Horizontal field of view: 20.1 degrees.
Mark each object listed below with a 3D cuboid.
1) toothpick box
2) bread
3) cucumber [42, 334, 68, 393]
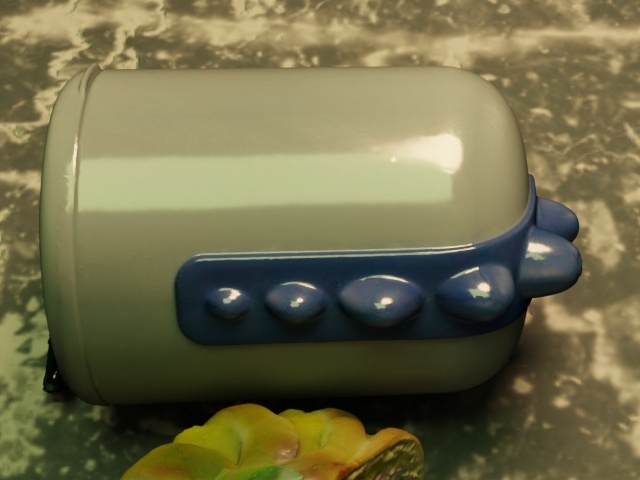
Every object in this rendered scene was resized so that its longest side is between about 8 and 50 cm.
[{"bbox_3d":[0.000,0.000,1.237,0.355,0.263,0.263,-1,51,4],"label":"toothpick box"},{"bbox_3d":[-0.068,0.189,1.152,0.156,0.158,0.260,27,56,29],"label":"bread"},{"bbox_3d":[-0.183,0.044,1.360,0.036,0.033,0.184,-15,46,28],"label":"cucumber"}]
